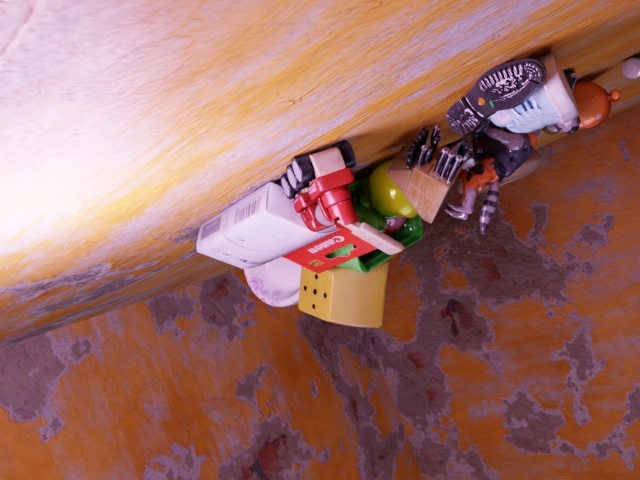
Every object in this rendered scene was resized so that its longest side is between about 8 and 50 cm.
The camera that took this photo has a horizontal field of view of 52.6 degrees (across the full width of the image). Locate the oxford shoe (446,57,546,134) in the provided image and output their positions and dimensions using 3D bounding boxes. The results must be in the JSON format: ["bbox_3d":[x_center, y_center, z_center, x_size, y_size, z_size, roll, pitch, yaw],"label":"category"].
[{"bbox_3d":[0.336,-0.285,1.213,0.096,0.083,0.227,-39,-171,-32],"label":"oxford shoe"}]

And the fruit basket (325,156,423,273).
[{"bbox_3d":[0.191,-0.093,1.831,0.392,0.283,0.392,-17,-171,3],"label":"fruit basket"}]

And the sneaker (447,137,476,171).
[{"bbox_3d":[0.477,-0.264,2.027,0.252,0.111,0.103,-20,176,-23],"label":"sneaker"}]

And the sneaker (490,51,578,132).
[{"bbox_3d":[0.425,-0.275,1.328,0.150,0.135,0.366,-25,175,14],"label":"sneaker"}]

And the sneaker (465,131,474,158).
[{"bbox_3d":[0.535,-0.300,1.927,0.215,0.084,0.083,-12,153,6],"label":"sneaker"}]

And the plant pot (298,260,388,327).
[{"bbox_3d":[0.052,0.143,1.919,0.187,0.212,0.212,-3,-168,-40],"label":"plant pot"}]

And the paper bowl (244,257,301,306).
[{"bbox_3d":[-0.101,0.068,2.097,0.284,0.284,0.148,-23,168,32],"label":"paper bowl"}]

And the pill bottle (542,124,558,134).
[{"bbox_3d":[0.811,-0.407,2.250,0.065,0.065,0.116,-22,176,11],"label":"pill bottle"}]

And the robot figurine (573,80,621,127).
[{"bbox_3d":[0.718,-0.366,1.763,0.158,0.128,0.219,24,-162,23],"label":"robot figurine"}]

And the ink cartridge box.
[{"bbox_3d":[-0.065,0.013,1.607,0.385,0.091,0.308,25,147,-32],"label":"ink cartridge box"}]

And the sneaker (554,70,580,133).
[{"bbox_3d":[0.597,-0.327,1.570,0.086,0.132,0.228,-22,177,18],"label":"sneaker"}]

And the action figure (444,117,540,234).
[{"bbox_3d":[0.478,-0.189,1.768,0.330,0.178,0.341,-53,158,3],"label":"action figure"}]

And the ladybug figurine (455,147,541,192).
[{"bbox_3d":[0.617,-0.275,2.302,0.305,0.162,0.449,-22,177,20],"label":"ladybug figurine"}]

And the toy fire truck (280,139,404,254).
[{"bbox_3d":[0.044,-0.062,1.340,0.158,0.246,0.217,-20,176,-15],"label":"toy fire truck"}]

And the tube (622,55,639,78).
[{"bbox_3d":[0.866,-0.472,1.721,0.207,0.052,0.080,-25,-175,-43],"label":"tube"}]

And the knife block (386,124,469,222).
[{"bbox_3d":[0.291,-0.152,1.550,0.242,0.276,0.088,11,-121,52],"label":"knife block"}]
